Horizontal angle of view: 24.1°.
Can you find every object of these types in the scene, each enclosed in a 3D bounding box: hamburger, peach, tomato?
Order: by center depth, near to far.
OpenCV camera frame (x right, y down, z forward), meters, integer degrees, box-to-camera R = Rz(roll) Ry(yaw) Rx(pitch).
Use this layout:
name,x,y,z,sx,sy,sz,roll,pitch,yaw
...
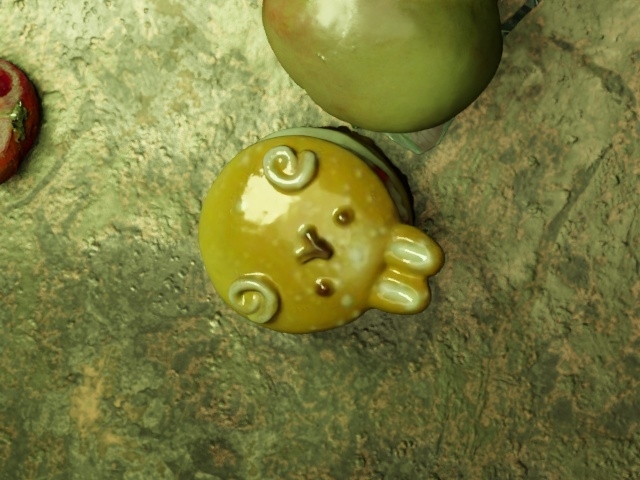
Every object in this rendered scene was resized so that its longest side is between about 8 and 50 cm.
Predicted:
name,x,y,z,sx,sy,sz,roll,pitch,yaw
peach,0.078,-0.270,1.759,0.292,0.247,0.292,-9,120,-16
hamburger,0.000,0.000,1.868,0.302,0.186,0.261,28,102,-2
tomato,-0.444,-0.134,1.937,0.173,0.099,0.189,0,60,20

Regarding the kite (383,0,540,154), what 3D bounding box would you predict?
name,x,y,z,sx,sy,sz,roll,pitch,yaw
kite,0.165,-0.284,1.884,0.204,0.022,0.360,43,102,-3

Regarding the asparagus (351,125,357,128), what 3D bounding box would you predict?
name,x,y,z,sx,sy,sz,roll,pitch,yaw
asparagus,0.014,-0.217,1.907,0.016,0.016,0.163,-20,100,34
